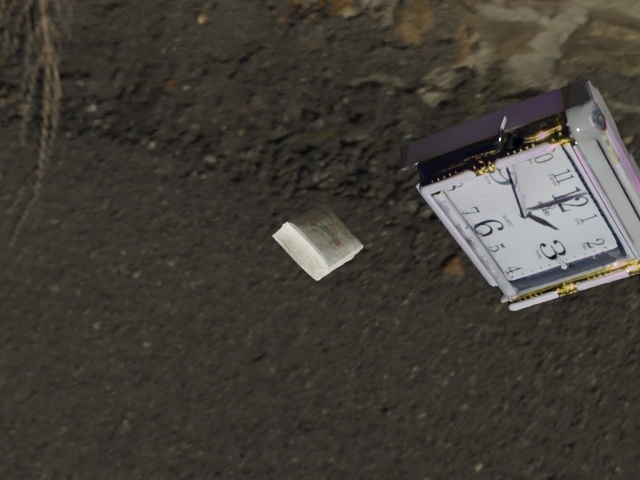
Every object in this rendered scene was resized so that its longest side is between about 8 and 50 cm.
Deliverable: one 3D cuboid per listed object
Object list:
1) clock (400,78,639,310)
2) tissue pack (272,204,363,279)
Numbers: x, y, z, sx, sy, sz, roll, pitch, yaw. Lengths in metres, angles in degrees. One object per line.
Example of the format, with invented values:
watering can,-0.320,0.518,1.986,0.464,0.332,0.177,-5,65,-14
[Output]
clock,0.206,-0.042,1.120,0.186,0.253,0.083,-19,48,22
tissue pack,0.000,0.000,1.017,0.056,0.108,0.023,46,109,4
